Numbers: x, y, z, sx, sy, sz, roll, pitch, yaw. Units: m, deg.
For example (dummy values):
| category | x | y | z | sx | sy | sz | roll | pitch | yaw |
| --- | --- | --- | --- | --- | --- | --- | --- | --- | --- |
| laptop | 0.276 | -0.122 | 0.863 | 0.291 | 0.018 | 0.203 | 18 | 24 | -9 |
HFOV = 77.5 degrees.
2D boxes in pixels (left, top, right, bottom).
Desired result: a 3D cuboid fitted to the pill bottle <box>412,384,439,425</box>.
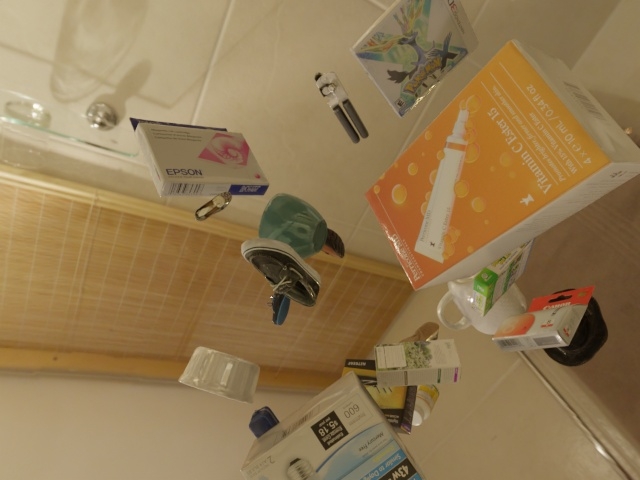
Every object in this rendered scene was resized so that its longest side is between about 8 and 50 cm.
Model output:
| category | x | y | z | sx | sy | sz | roll | pitch | yaw |
| --- | --- | --- | --- | --- | --- | --- | --- | --- | --- |
| pill bottle | 0.465 | 0.750 | 1.846 | 0.118 | 0.117 | 0.208 | 36 | -145 | 18 |

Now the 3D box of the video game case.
| category | x | y | z | sx | sy | sz | roll | pitch | yaw |
| --- | --- | --- | --- | --- | --- | --- | --- | --- | --- |
| video game case | 0.294 | -0.587 | 1.208 | 0.300 | 0.329 | 0.036 | 37 | -164 | -41 |

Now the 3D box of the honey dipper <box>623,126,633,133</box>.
| category | x | y | z | sx | sy | sz | roll | pitch | yaw |
| --- | --- | --- | --- | --- | --- | --- | --- | --- | --- |
| honey dipper | 0.788 | -0.292 | 1.134 | 0.161 | 0.030 | 0.030 | -10 | -172 | 29 |

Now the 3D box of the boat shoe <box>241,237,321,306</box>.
| category | x | y | z | sx | sy | sz | roll | pitch | yaw |
| --- | --- | --- | --- | --- | --- | --- | --- | --- | --- |
| boat shoe | -0.104 | 0.105 | 1.220 | 0.335 | 0.121 | 0.119 | 35 | -141 | -40 |

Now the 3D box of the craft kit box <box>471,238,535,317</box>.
| category | x | y | z | sx | sy | sz | roll | pitch | yaw |
| --- | --- | --- | --- | --- | --- | --- | --- | --- | --- |
| craft kit box | 0.612 | 0.115 | 1.347 | 0.061 | 0.247 | 0.249 | 36 | 163 | 33 |

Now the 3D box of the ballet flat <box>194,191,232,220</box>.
| category | x | y | z | sx | sy | sz | roll | pitch | yaw |
| --- | --- | --- | --- | --- | --- | --- | --- | --- | --- |
| ballet flat | -0.280 | -0.088 | 1.042 | 0.041 | 0.114 | 0.041 | 53 | 175 | 7 |

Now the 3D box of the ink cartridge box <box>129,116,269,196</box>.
| category | x | y | z | sx | sy | sz | roll | pitch | yaw |
| --- | --- | --- | --- | --- | --- | --- | --- | --- | --- |
| ink cartridge box | -0.359 | -0.267 | 1.192 | 0.325 | 0.071 | 0.329 | -7 | -123 | -41 |

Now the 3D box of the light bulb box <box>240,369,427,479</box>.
| category | x | y | z | sx | sy | sz | roll | pitch | yaw |
| --- | --- | --- | --- | --- | --- | --- | --- | --- | --- |
| light bulb box | 0.053 | 0.604 | 1.032 | 0.360 | 0.358 | 0.225 | 54 | 176 | 7 |

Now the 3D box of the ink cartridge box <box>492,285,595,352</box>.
| category | x | y | z | sx | sy | sz | roll | pitch | yaw |
| --- | --- | --- | --- | --- | --- | --- | --- | --- | --- |
| ink cartridge box | 0.451 | 0.146 | 0.805 | 0.045 | 0.145 | 0.179 | 49 | -123 | -3 |

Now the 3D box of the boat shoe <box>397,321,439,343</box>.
| category | x | y | z | sx | sy | sz | roll | pitch | yaw |
| --- | --- | --- | --- | --- | --- | --- | --- | --- | --- |
| boat shoe | 0.422 | 0.471 | 1.762 | 0.285 | 0.092 | 0.103 | -32 | -155 | -26 |

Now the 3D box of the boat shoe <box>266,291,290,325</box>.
| category | x | y | z | sx | sy | sz | roll | pitch | yaw |
| --- | --- | --- | --- | --- | --- | --- | --- | --- | --- |
| boat shoe | -0.196 | 0.280 | 1.924 | 0.089 | 0.258 | 0.109 | 3 | 154 | 21 |

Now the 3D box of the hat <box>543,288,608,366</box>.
| category | x | y | z | sx | sy | sz | roll | pitch | yaw |
| --- | --- | --- | --- | --- | --- | --- | --- | --- | --- |
| hat | 0.999 | 0.346 | 1.667 | 0.134 | 0.331 | 0.331 | 18 | -154 | -16 |

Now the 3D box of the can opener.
| category | x | y | z | sx | sy | sz | roll | pitch | yaw |
| --- | --- | --- | --- | --- | --- | --- | --- | --- | --- |
| can opener | 0.080 | -0.469 | 1.397 | 0.280 | 0.074 | 0.093 | 51 | -157 | -32 |

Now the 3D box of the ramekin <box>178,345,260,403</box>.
| category | x | y | z | sx | sy | sz | roll | pitch | yaw |
| --- | --- | --- | --- | --- | --- | --- | --- | --- | --- |
| ramekin | -0.355 | 0.484 | 1.446 | 0.278 | 0.277 | 0.135 | 22 | -112 | -13 |

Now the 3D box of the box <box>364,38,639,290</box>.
| category | x | y | z | sx | sy | sz | roll | pitch | yaw |
| --- | --- | --- | --- | --- | --- | --- | --- | --- | --- |
| box | 0.268 | -0.096 | 0.652 | 0.169 | 0.345 | 0.214 | -7 | -117 | -38 |

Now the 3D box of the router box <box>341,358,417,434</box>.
| category | x | y | z | sx | sy | sz | roll | pitch | yaw |
| --- | --- | --- | --- | --- | --- | --- | --- | --- | --- |
| router box | 0.211 | 0.588 | 1.533 | 0.081 | 0.309 | 0.242 | 45 | -131 | -34 |

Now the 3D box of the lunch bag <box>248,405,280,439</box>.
| category | x | y | z | sx | sy | sz | roll | pitch | yaw |
| --- | --- | --- | --- | --- | --- | --- | --- | --- | --- |
| lunch bag | -0.170 | 0.556 | 1.211 | 0.098 | 0.067 | 0.065 | 58 | -173 | -4 |

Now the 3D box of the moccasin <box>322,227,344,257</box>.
| category | x | y | z | sx | sy | sz | roll | pitch | yaw |
| --- | --- | --- | --- | --- | --- | --- | --- | --- | --- |
| moccasin | 0.000 | 0.003 | 2.263 | 0.380 | 0.147 | 0.139 | 29 | -127 | -42 |

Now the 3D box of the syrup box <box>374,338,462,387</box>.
| category | x | y | z | sx | sy | sz | roll | pitch | yaw |
| --- | --- | --- | --- | --- | --- | --- | --- | --- | --- |
| syrup box | 0.281 | 0.360 | 1.167 | 0.237 | 0.096 | 0.093 | -6 | -140 | 6 |

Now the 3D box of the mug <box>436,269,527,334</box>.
| category | x | y | z | sx | sy | sz | roll | pitch | yaw |
| --- | --- | --- | --- | --- | --- | --- | --- | --- | --- |
| mug | 0.710 | 0.264 | 1.848 | 0.328 | 0.374 | 0.276 | 44 | -173 | -27 |

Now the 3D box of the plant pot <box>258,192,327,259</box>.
| category | x | y | z | sx | sy | sz | roll | pitch | yaw |
| --- | --- | --- | --- | --- | --- | --- | --- | --- | --- |
| plant pot | -0.088 | -0.034 | 1.600 | 0.196 | 0.289 | 0.290 | 13 | -161 | 23 |
